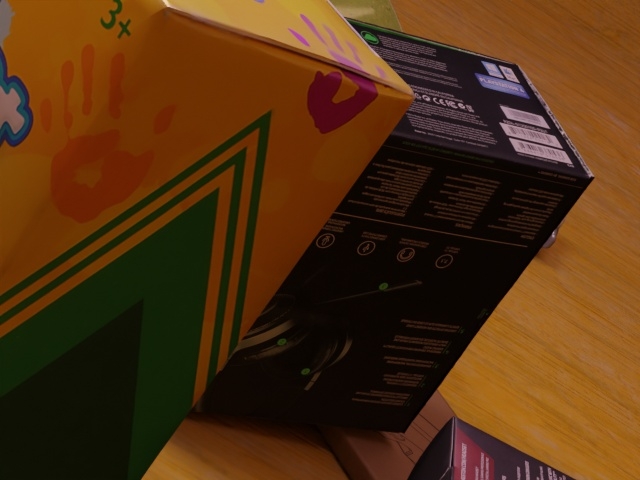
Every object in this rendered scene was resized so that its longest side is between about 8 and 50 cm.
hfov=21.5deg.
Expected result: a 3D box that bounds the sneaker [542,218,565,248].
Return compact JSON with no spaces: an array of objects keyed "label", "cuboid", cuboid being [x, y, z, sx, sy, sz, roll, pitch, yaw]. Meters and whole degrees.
[{"label":"sneaker","cuboid":[0.182,-0.070,1.892,0.228,0.086,0.132,34,23,-6]}]

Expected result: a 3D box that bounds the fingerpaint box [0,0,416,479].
[{"label":"fingerpaint box","cuboid":[-0.214,-0.079,0.885,0.163,0.371,0.445,13,31,-46]}]

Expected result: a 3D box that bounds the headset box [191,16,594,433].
[{"label":"headset box","cuboid":[0.000,0.000,1.173,0.246,0.283,0.131,9,38,-33]}]

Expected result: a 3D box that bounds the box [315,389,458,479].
[{"label":"box","cuboid":[0.068,0.160,1.299,0.164,0.021,0.201,14,29,-43]}]

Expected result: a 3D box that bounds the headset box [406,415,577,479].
[{"label":"headset box","cuboid":[0.153,0.253,1.062,0.293,0.110,0.218,28,26,-8]}]

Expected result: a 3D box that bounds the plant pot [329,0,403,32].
[{"label":"plant pot","cuboid":[-0.126,-0.101,1.280,0.293,0.275,0.275,-10,47,-46]}]
